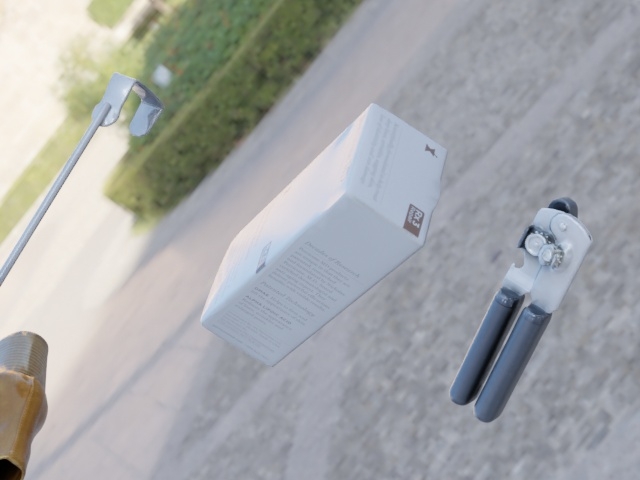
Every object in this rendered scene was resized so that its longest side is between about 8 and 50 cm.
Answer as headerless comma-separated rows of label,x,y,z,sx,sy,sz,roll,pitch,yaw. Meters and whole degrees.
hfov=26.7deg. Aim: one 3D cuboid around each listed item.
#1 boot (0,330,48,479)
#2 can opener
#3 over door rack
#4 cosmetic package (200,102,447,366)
boot,-0.384,0.230,1.344,0.295,0.104,0.211,-39,26,24
can opener,0.240,0.085,1.576,0.093,0.074,0.280,-10,-51,-57
over door rack,-0.305,-0.045,0.960,0.324,0.240,0.108,-57,-24,-27
cosmetic package,0.000,0.000,1.134,0.231,0.085,0.117,-44,20,42
